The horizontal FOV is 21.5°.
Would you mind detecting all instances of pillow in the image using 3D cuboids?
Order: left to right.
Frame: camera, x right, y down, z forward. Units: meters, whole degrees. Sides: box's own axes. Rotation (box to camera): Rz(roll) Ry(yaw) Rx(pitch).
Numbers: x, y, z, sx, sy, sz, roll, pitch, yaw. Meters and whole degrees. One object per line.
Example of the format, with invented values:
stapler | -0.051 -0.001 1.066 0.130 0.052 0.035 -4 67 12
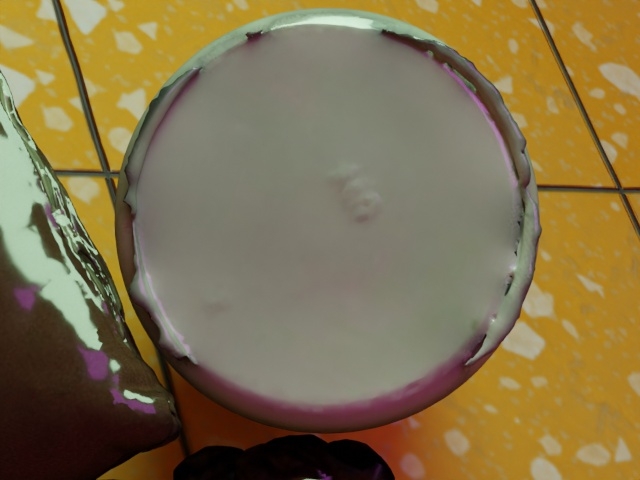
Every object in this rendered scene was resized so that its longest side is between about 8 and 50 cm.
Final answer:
pillow | -0.253 0.046 0.874 0.308 0.305 0.108 61 17 20

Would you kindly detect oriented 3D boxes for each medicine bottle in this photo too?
medicine bottle | 0.000 0.000 0.987 0.213 0.379 0.213 0 87 -1

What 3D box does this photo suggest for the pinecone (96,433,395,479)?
pinecone | -0.037 0.232 0.872 0.242 0.298 0.296 36 21 26
